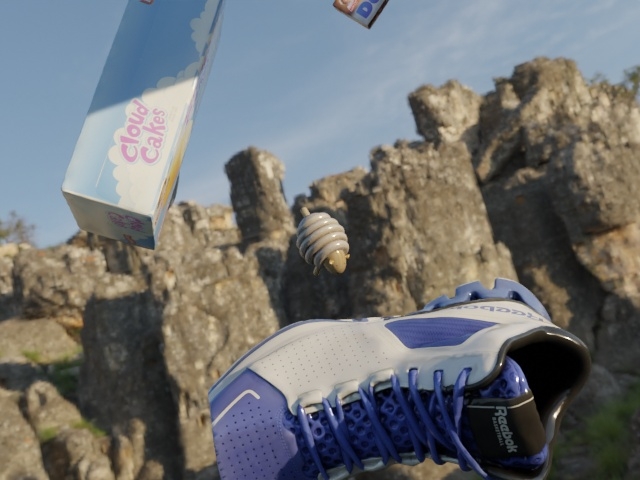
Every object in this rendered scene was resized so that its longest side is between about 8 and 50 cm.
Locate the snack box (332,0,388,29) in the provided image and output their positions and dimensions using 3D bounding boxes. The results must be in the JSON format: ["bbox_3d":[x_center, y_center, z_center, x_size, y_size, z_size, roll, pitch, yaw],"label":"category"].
[{"bbox_3d":[0.093,-0.395,1.084,0.178,0.064,0.022,-56,-12,3],"label":"snack box"}]

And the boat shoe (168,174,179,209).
[{"bbox_3d":[-0.284,-0.178,1.251,0.094,0.302,0.109,18,32,6],"label":"boat shoe"}]

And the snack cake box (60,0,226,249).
[{"bbox_3d":[-0.175,-0.138,0.779,0.089,0.264,0.152,17,-15,-9],"label":"snack cake box"}]

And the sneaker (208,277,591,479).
[{"bbox_3d":[0.071,0.119,0.575,0.315,0.127,0.182,-19,9,-10],"label":"sneaker"}]

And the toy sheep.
[{"bbox_3d":[0.000,0.000,1.232,0.091,0.132,0.091,-31,-22,-14],"label":"toy sheep"}]
